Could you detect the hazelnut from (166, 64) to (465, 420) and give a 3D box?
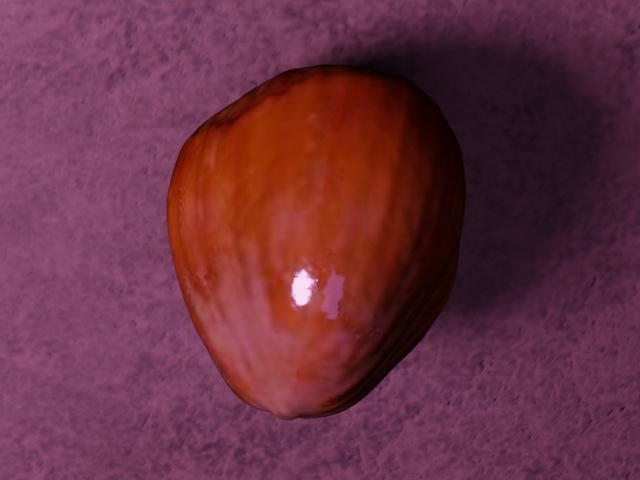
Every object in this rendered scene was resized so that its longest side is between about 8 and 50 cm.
[{"bbox_3d":[-0.010,-0.001,0.900,0.210,0.210,0.186,-45,79,15],"label":"hazelnut"}]
